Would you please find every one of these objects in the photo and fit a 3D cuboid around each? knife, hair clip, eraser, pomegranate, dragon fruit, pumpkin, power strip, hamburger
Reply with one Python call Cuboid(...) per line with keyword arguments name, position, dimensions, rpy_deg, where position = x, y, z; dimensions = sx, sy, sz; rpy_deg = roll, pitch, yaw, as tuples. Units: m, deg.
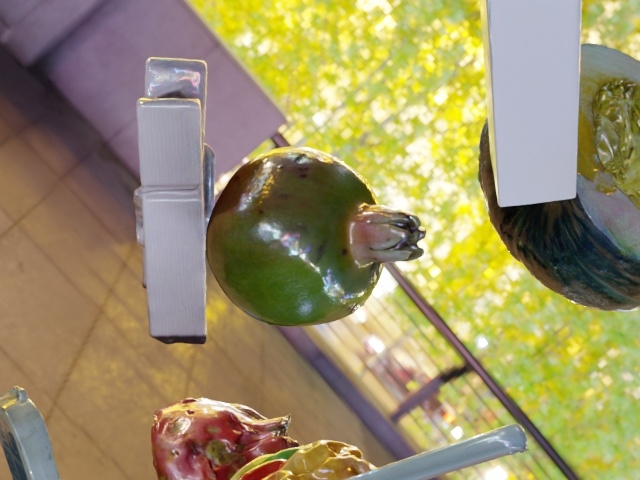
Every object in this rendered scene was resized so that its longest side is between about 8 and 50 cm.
Cuboid(name="knife", position=(0.090, 0.182, 0.882), dimensions=(0.044, 0.162, 0.023), rpy_deg=(30, 40, -65))
Cuboid(name="hair clip", position=(-0.152, -0.035, 1.149), dimensions=(0.101, 0.085, 0.331), rpy_deg=(-90, -173, -47))
Cuboid(name="eraser", position=(0.182, -0.153, 0.949), dimensions=(0.298, 0.076, 0.078), rpy_deg=(74, 11, -51))
Cuboid(name="pomegranate", position=(0.000, 0.000, 1.016), dimensions=(0.210, 0.180, 0.180), rpy_deg=(3, -27, 36))
Cuboid(name="dragon fruit", position=(-0.118, 0.308, 1.504), dimensions=(0.262, 0.211, 0.134), rpy_deg=(65, 4, 21))
Cuboid(name="pumpkin", position=(0.296, -0.051, 1.231), dimensions=(0.263, 0.197, 0.293), rpy_deg=(-2, 62, -32))
Cuboid(name="power strip", position=(-0.252, 0.236, 0.987), dimensions=(0.080, 0.029, 0.227), rpy_deg=(19, -55, 52))
Cuboid(name="hamburger", position=(0.007, 0.312, 1.098), dimensions=(0.237, 0.237, 0.149), rpy_deg=(49, -34, -4))
